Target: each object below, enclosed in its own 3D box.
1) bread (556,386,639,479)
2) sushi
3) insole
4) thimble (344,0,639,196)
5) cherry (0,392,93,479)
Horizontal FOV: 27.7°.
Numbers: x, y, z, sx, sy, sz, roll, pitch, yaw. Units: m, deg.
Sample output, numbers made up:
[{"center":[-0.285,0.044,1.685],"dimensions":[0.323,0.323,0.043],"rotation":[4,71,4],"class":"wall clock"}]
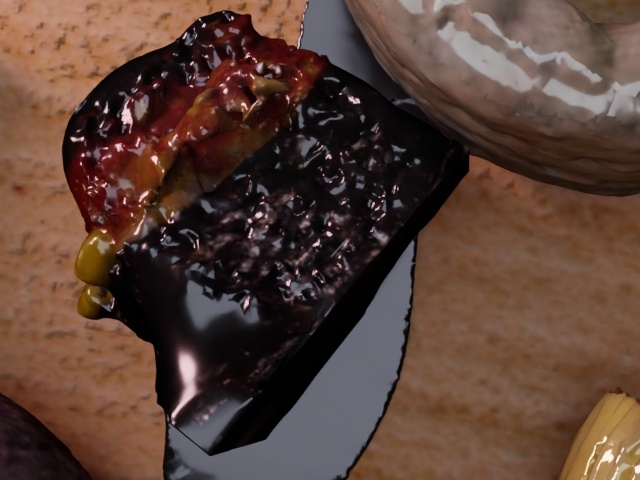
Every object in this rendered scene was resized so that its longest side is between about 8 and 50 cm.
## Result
[{"center":[0.216,0.173,0.577],"dimensions":[0.250,0.179,0.133],"rotation":[26,95,5],"class":"bread"},{"center":[-0.042,-0.018,0.609],"dimensions":[0.150,0.153,0.172],"rotation":[38,89,9],"class":"sushi"},{"center":[0.000,0.000,0.684],"dimensions":[0.119,0.009,0.348],"rotation":[15,90,4],"class":"insole"},{"center":[0.140,-0.169,0.580],"dimensions":[0.291,0.195,0.291],"rotation":[0,89,3],"class":"thimble"},{"center":[-0.199,0.149,0.617],"dimensions":[0.195,0.195,0.195],"rotation":[0,88,5],"class":"cherry"}]
